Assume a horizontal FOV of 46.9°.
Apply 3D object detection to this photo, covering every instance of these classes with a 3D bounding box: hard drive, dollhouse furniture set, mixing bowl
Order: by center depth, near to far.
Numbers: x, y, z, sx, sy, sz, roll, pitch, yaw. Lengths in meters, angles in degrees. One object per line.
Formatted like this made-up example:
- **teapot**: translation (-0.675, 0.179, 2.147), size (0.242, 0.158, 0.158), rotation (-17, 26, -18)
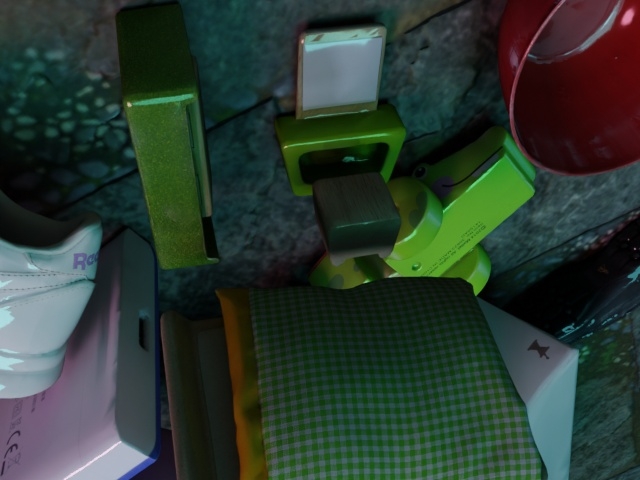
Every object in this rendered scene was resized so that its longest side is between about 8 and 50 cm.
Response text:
- **dollhouse furniture set**: translation (0.000, 0.000, 0.430), size (0.197, 0.301, 0.151), rotation (-9, 138, -11)
- **mixing bowl**: translation (0.195, -0.146, 0.515), size (0.181, 0.098, 0.181), rotation (-12, 137, -11)
- **hard drive**: translation (-0.248, 0.149, 0.542), size (0.318, 0.210, 0.040), rotation (-36, 126, 14)

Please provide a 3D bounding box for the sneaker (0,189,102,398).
- **sneaker**: translation (-0.276, -0.021, 0.426), size (0.305, 0.114, 0.152), rotation (25, 103, -24)

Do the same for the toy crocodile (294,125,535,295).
- **toy crocodile**: translation (0.040, 0.034, 0.636), size (0.340, 0.105, 0.115), rotation (-46, 132, 14)

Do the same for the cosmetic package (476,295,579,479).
- **cosmetic package**: translation (0.153, 0.256, 0.801), size (0.217, 0.156, 0.385), rotation (-43, 140, -24)

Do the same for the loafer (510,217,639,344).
- **loafer**: translation (0.292, 0.062, 0.775), size (0.223, 0.076, 0.078), rotation (-38, 127, 11)

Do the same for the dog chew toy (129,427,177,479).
- **dog chew toy**: translation (-0.064, 0.232, 0.554), size (0.331, 0.207, 0.207), rotation (-8, 136, 1)
